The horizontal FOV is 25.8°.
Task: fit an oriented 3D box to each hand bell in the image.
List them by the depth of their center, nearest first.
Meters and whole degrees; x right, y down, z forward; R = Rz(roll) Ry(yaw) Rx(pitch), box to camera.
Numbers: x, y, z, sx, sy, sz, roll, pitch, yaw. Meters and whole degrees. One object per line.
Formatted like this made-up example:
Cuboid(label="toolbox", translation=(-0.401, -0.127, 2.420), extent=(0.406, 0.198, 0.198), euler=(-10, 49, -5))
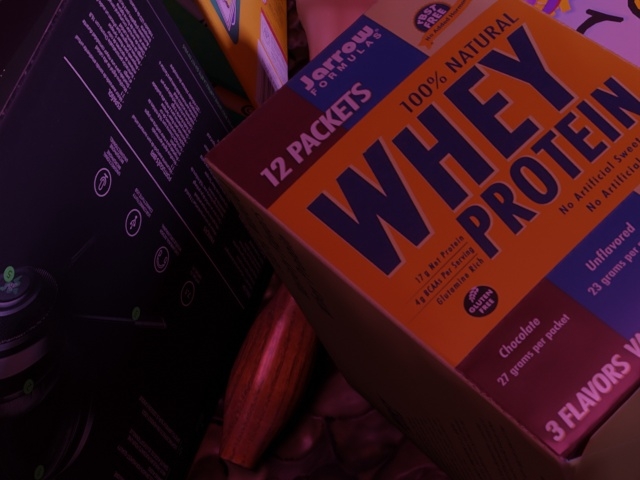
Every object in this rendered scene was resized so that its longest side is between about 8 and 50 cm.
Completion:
Cuboid(label="hand bell", translation=(0.000, 0.000, 0.714), extent=(0.126, 0.126, 0.242), euler=(17, 77, 30))

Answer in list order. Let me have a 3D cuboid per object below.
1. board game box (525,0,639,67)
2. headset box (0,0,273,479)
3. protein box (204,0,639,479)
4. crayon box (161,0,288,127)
Cuboid(label="board game box", translation=(0.212, -0.057, 0.622), extent=(0.275, 0.142, 0.144), euler=(33, 74, 34))
Cuboid(label="headset box", translation=(-0.153, 0.034, 0.648), extent=(0.131, 0.246, 0.283), euler=(9, 63, 26))
Cuboid(label="protein box", translation=(0.092, 0.026, 0.582), extent=(0.136, 0.200, 0.201), euler=(-43, 53, -10))
Cuboid(label="crayon box", translation=(-0.097, -0.178, 0.743), extent=(0.081, 0.278, 0.165), euler=(-11, 55, 14))
